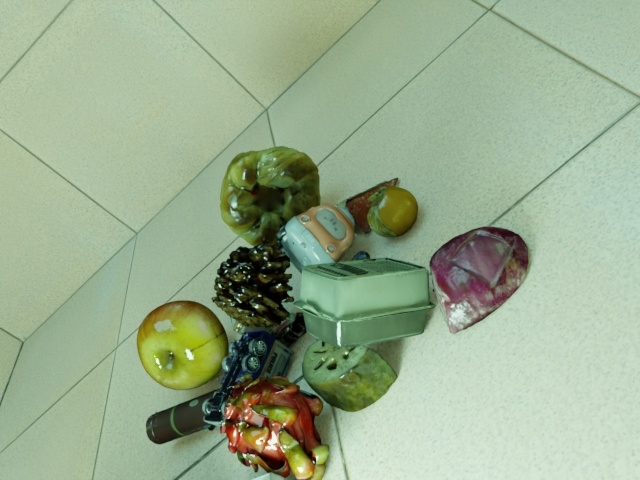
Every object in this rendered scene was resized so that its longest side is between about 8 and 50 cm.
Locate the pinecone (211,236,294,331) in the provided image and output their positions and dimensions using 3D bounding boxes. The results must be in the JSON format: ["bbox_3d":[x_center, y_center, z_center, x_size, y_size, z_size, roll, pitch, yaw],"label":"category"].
[{"bbox_3d":[-0.186,0.124,1.874,0.243,0.243,0.257,15,107,60],"label":"pinecone"}]

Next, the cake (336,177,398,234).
[{"bbox_3d":[0.134,-0.131,2.061,0.086,0.116,0.220,-9,47,60],"label":"cake"}]

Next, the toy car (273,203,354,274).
[{"bbox_3d":[0.000,0.000,1.967,0.212,0.180,0.270,-40,-9,-15],"label":"toy car"}]

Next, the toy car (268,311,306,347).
[{"bbox_3d":[-0.088,0.262,1.925,0.142,0.069,0.055,-41,31,13],"label":"toy car"}]

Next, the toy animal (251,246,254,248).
[{"bbox_3d":[-0.199,0.034,2.406,0.159,0.083,0.070,-67,3,-52],"label":"toy animal"}]

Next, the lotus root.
[{"bbox_3d":[0.053,0.313,1.594,0.235,0.119,0.138,-7,47,50],"label":"lotus root"}]

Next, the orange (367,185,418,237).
[{"bbox_3d":[0.195,-0.083,1.894,0.156,0.134,0.156,-32,20,13],"label":"orange"}]

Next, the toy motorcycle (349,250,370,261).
[{"bbox_3d":[0.069,0.153,1.803,0.204,0.108,0.239,-119,48,-66],"label":"toy motorcycle"}]

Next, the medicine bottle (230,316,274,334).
[{"bbox_3d":[-0.210,0.222,2.081,0.135,0.135,0.215,-45,27,6],"label":"medicine bottle"}]

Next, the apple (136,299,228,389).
[{"bbox_3d":[-0.422,0.321,2.116,0.286,0.286,0.233,-36,0,23],"label":"apple"}]

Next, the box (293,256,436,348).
[{"bbox_3d":[0.101,0.138,1.572,0.220,0.290,0.166,12,105,61],"label":"box"}]

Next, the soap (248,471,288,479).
[{"bbox_3d":[-0.147,0.658,1.405,0.257,0.159,0.302,-30,34,28],"label":"soap"}]

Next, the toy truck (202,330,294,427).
[{"bbox_3d":[-0.189,0.387,1.822,0.124,0.155,0.268,-13,46,49],"label":"toy truck"}]

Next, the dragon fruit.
[{"bbox_3d":[-0.107,0.439,1.560,0.243,0.228,0.307,-7,26,-2],"label":"dragon fruit"}]

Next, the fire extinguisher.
[{"bbox_3d":[-0.344,0.494,1.965,0.341,0.105,0.141,-25,17,26],"label":"fire extinguisher"}]

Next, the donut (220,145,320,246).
[{"bbox_3d":[-0.161,-0.150,2.271,0.360,0.360,0.170,-46,21,5],"label":"donut"}]

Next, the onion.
[{"bbox_3d":[0.335,0.052,1.535,0.247,0.111,0.250,-41,26,18],"label":"onion"}]
